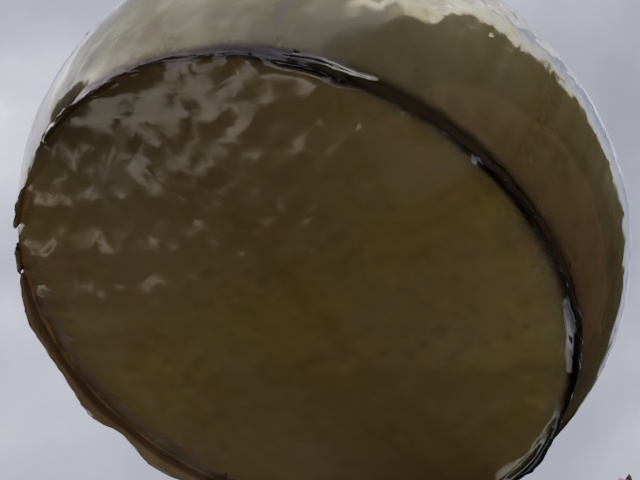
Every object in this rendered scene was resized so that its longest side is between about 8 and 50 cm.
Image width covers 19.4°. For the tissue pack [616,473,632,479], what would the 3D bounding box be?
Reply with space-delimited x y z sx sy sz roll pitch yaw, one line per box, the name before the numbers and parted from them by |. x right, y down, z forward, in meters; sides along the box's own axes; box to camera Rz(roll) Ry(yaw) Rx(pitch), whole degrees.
tissue pack | 0.312 0.307 1.514 0.148 0.246 0.092 -49 -43 -23

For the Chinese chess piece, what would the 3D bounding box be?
Chinese chess piece | 0.000 0.000 0.782 0.104 0.257 0.257 -65 -25 -50
